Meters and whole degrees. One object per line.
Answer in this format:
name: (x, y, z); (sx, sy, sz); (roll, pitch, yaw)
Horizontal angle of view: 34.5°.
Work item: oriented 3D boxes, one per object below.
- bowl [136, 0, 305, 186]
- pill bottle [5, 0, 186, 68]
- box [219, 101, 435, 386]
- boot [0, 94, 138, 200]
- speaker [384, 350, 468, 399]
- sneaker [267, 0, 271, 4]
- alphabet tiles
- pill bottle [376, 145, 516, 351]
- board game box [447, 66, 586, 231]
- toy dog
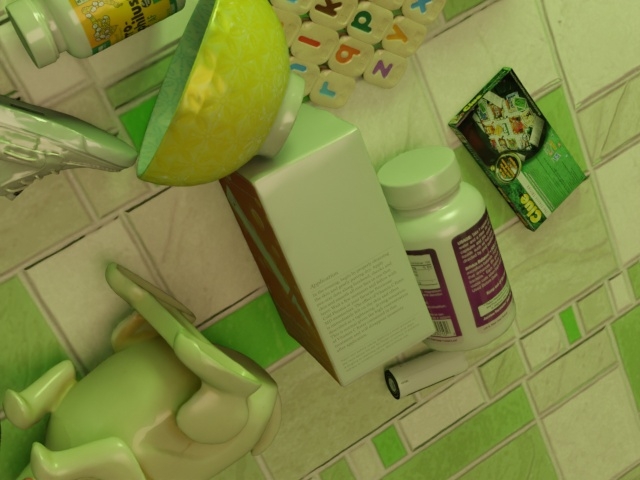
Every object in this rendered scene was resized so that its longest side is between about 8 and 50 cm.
bowl: (-0.113, -0.187, 1.326); (0.156, 0.289, 0.290); (21, 97, -16)
pill bottle: (-0.288, -0.305, 1.319); (0.208, 0.117, 0.118); (-30, 117, -14)
box: (0.000, 0.000, 1.495); (0.168, 0.215, 0.345); (-29, 116, -13)
boot: (-0.382, -0.110, 1.365); (0.258, 0.095, 0.123); (18, 104, -20)
speaker: (0.180, 0.219, 1.743); (0.136, 0.055, 0.055); (-20, 114, -19)
sneaker: (-0.060, -0.426, 1.416); (0.087, 0.083, 0.221); (16, 104, -3)
alphabet tiles: (0.042, -0.322, 1.462); (0.278, 0.021, 0.284); (11, 120, -38)
pill bottle: (0.191, 0.011, 1.614); (0.169, 0.169, 0.302); (-28, 116, -14)
board game box: (0.329, -0.148, 1.706); (0.136, 0.030, 0.260); (-46, 119, -7)
toy dog: (-0.277, 0.294, 1.465); (0.408, 0.284, 0.395); (-51, 145, -2)
